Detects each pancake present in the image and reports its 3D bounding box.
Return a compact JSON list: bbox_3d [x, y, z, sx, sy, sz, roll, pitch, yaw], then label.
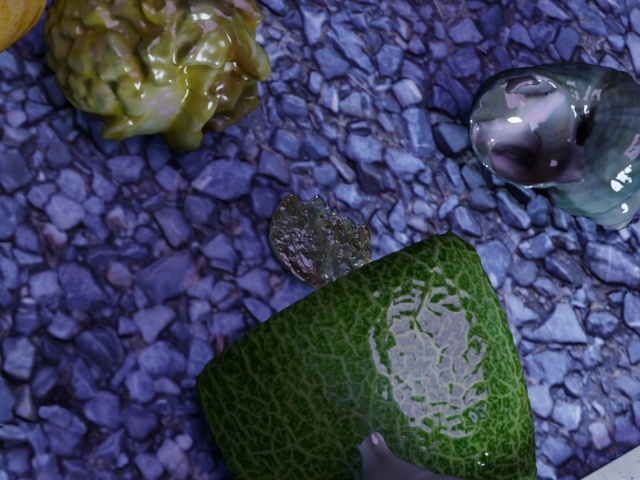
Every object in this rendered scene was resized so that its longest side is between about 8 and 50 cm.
[{"bbox_3d":[-0.001,0.004,1.875,0.129,0.022,0.116,31,57,-14],"label":"pancake"}]

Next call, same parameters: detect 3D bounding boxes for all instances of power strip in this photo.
[{"bbox_3d":[0.368,0.281,1.950,0.252,0.027,0.060,-22,79,-36],"label":"power strip"}]

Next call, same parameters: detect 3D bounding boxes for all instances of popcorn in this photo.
[{"bbox_3d":[-0.166,-0.220,1.780,0.259,0.212,0.259,9,62,-18],"label":"popcorn"}]

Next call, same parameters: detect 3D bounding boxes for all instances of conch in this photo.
[{"bbox_3d":[0.316,-0.120,2.039,0.220,0.195,0.277,-49,119,-17],"label":"conch"}]

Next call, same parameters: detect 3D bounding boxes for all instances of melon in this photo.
[{"bbox_3d":[0.081,0.215,1.713,0.331,0.226,0.344,-29,77,-11],"label":"melon"}]

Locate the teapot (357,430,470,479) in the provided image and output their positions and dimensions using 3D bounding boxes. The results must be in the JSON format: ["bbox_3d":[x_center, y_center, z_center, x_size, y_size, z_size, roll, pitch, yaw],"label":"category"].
[{"bbox_3d":[0.154,0.324,1.573,0.318,0.149,0.220,14,96,-12],"label":"teapot"}]

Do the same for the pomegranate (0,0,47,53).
[{"bbox_3d":[-0.387,-0.293,1.652,0.264,0.264,0.264,13,61,-25],"label":"pomegranate"}]
